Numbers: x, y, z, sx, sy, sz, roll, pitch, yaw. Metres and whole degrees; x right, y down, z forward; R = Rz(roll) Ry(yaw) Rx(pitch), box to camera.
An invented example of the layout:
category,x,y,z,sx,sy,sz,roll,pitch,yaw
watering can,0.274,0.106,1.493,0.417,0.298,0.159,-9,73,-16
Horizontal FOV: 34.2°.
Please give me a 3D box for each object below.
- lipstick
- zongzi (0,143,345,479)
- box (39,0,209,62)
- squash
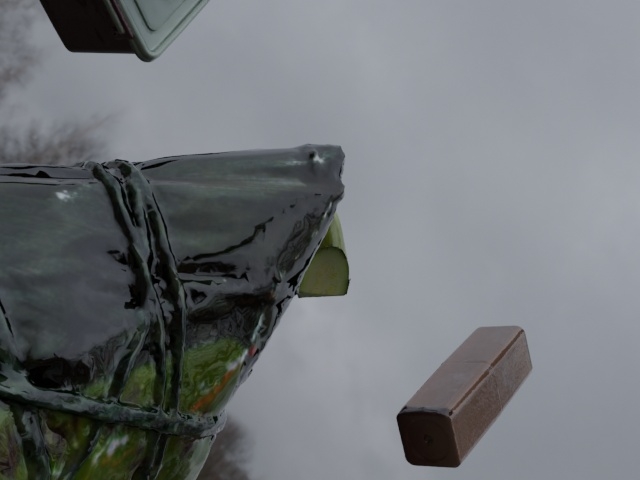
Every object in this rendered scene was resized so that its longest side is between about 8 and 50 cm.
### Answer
category,x,y,z,sx,sy,sz,roll,pitch,yaw
lipstick,0.108,0.110,0.758,0.045,0.145,0.045,-7,-74,33
zongzi,-0.188,0.119,0.555,0.319,0.383,0.362,45,-48,43
box,-0.275,-0.401,1.504,0.167,0.294,0.193,5,-45,29
squash,0.000,0.002,1.674,0.075,0.090,0.200,-85,171,-75
